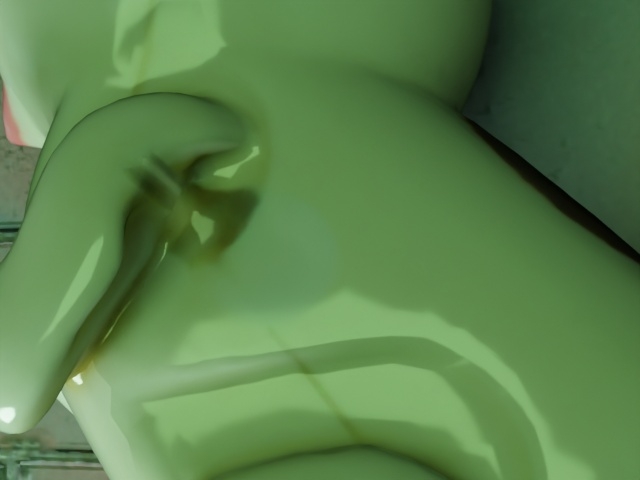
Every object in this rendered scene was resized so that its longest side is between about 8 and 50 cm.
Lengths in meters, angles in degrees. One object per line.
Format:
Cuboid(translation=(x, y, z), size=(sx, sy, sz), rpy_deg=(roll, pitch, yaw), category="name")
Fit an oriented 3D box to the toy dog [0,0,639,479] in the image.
Cuboid(translation=(0.000, 0.000, 0.707), size=(0.395, 0.284, 0.408), rpy_deg=(-26, 72, 19), category="toy dog")
